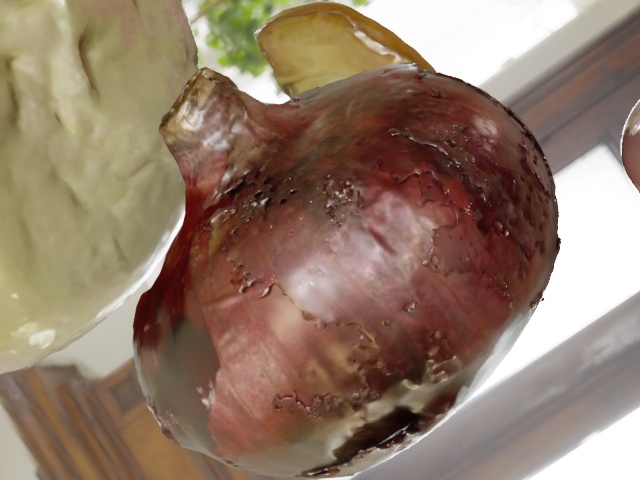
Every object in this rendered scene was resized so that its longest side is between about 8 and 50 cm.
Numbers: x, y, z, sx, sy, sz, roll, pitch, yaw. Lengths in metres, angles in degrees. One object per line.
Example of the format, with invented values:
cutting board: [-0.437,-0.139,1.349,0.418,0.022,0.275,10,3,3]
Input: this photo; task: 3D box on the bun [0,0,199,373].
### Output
bun: [-0.243,-0.094,0.714,0.361,0.361,0.213,55,-173,0]

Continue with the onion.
onion: [0.000,0.000,0.660,0.219,0.252,0.252,46,-171,-11]

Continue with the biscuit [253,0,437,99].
biscuit: [0.066,-0.062,0.999,0.299,0.154,0.045,64,-146,-16]

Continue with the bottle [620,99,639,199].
bottle: [0.244,0.016,0.571,0.253,0.120,0.120,46,-171,-8]
